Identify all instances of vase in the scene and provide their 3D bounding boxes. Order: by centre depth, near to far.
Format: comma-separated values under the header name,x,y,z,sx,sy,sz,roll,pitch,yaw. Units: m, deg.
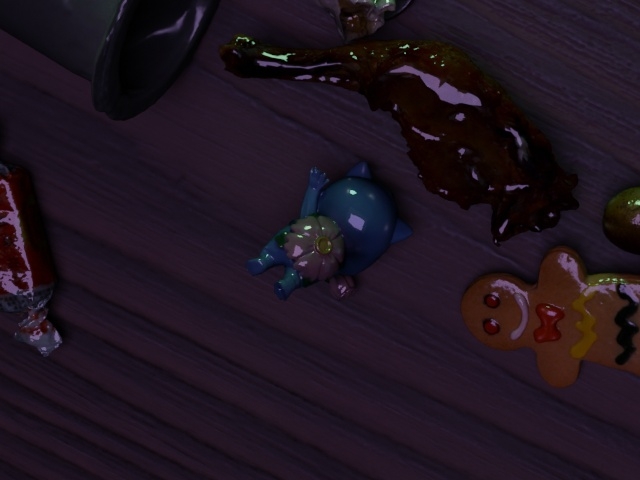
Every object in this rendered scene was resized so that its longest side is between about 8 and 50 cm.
name,x,y,z,sx,sy,sz,roll,pitch,yaw
vase,-0.270,-0.298,1.489,0.291,0.245,0.245,31,108,11

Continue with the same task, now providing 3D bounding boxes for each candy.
name,x,y,z,sx,sy,sz,roll,pitch,yaw
candy,-0.362,-0.004,1.659,0.086,0.059,0.292,-10,101,12

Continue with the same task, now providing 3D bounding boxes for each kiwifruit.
name,x,y,z,sx,sy,sz,roll,pitch,yaw
kiwifruit,0.354,-0.018,1.478,0.124,0.075,0.075,7,105,17

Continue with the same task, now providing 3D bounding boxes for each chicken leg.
name,x,y,z,sx,sy,sz,roll,pitch,yaw
chicken leg,0.092,-0.139,1.485,0.407,0.096,0.158,26,123,-3

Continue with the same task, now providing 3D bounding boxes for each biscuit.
name,x,y,z,sx,sy,sz,roll,pitch,yaw
biscuit,0.270,0.087,1.527,0.250,0.036,0.165,7,115,17

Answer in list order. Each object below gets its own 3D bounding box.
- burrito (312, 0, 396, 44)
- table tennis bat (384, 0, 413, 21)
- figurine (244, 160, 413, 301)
name,x,y,z,sx,sy,sz,roll,pitch,yaw
burrito,-0.033,-0.388,1.460,0.117,0.076,0.392,-24,93,54
table tennis bat,0.050,-0.337,1.500,0.130,0.019,0.220,4,103,16
figurine,0.002,0.005,1.542,0.114,0.178,0.144,47,150,17
